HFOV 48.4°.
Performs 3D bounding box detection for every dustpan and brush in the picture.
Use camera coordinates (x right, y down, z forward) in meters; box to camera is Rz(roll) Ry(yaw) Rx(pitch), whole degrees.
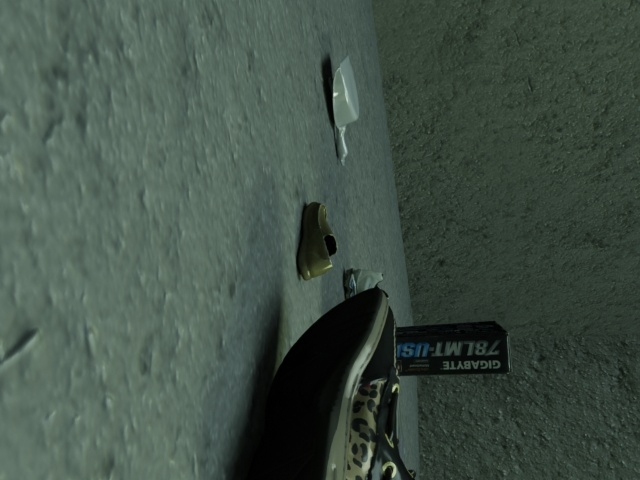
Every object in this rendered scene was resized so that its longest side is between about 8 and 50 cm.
[{"bbox_3d":[0.044,-0.252,1.410,0.147,0.060,0.211,-67,145,-66],"label":"dustpan and brush"}]

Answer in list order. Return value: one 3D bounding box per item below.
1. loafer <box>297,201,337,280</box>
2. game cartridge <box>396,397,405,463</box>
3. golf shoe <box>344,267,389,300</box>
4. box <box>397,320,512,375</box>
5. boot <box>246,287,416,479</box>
[{"bbox_3d":[0.000,0.000,1.036,0.056,0.050,0.148,76,14,-44],"label":"loafer"},{"bbox_3d":[0.181,0.600,1.829,0.355,0.068,0.230,-79,158,-55],"label":"game cartridge"},{"bbox_3d":[0.099,0.135,1.457,0.069,0.085,0.176,-83,167,-53],"label":"golf shoe"},{"bbox_3d":[0.174,0.189,1.254,0.293,0.295,0.074,26,60,-80],"label":"box"},{"bbox_3d":[0.073,0.253,0.773,0.284,0.138,0.377,49,28,-18],"label":"boot"}]
